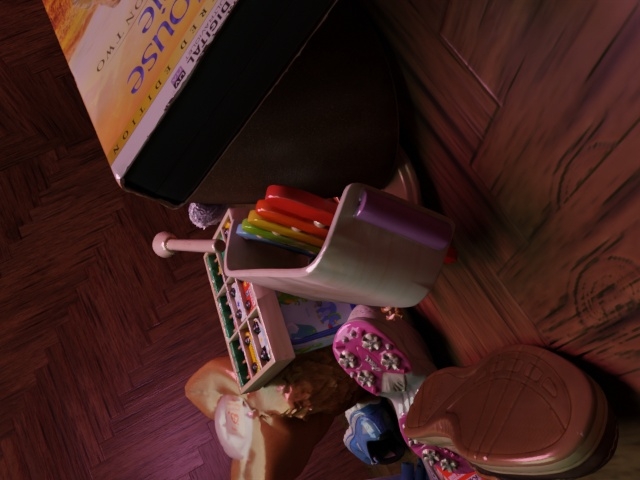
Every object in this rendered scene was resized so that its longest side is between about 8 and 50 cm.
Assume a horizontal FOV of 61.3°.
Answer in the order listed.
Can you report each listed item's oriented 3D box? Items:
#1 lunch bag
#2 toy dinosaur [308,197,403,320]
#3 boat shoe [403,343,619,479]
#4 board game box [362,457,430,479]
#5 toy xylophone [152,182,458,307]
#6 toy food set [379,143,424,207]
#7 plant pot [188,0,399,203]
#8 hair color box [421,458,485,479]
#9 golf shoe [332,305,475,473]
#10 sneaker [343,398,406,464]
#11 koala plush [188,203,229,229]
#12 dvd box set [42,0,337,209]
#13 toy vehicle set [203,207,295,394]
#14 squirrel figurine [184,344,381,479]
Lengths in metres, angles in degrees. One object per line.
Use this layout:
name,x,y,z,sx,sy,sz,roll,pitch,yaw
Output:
lunch bag,-0.014,0.068,0.914,0.090,0.175,0.219,95,159,-62
toy dinosaur,0.009,-0.024,0.774,0.218,0.164,0.322,107,159,-50
boat shoe,0.199,0.198,0.559,0.123,0.123,0.342,32,158,-1
board game box,0.116,0.532,0.973,0.390,0.389,0.051,-156,66,-70
toy xylophone,-0.028,0.006,0.558,0.322,0.236,0.081,-2,71,55
toy food set,0.084,-0.065,0.624,0.132,0.038,0.192,6,114,69
plant pot,-0.071,-0.126,0.577,0.215,0.230,0.216,162,90,-72
hair color box,0.240,0.424,0.952,0.093,0.053,0.167,67,166,-14
golf shoe,0.149,0.209,0.804,0.306,0.115,0.140,52,-151,-11
sneaker,0.142,0.533,1.414,0.147,0.129,0.330,57,166,38
koala plush,-0.151,-0.136,0.929,0.203,0.221,0.196,39,149,35
dvd box set,-0.125,-0.269,0.472,0.062,0.308,0.420,22,-155,-47
toy vehicle set,-0.126,0.100,0.893,0.166,0.035,0.267,-52,51,49
squirrel figurine,-0.010,0.289,1.085,0.281,0.370,0.397,54,125,27
